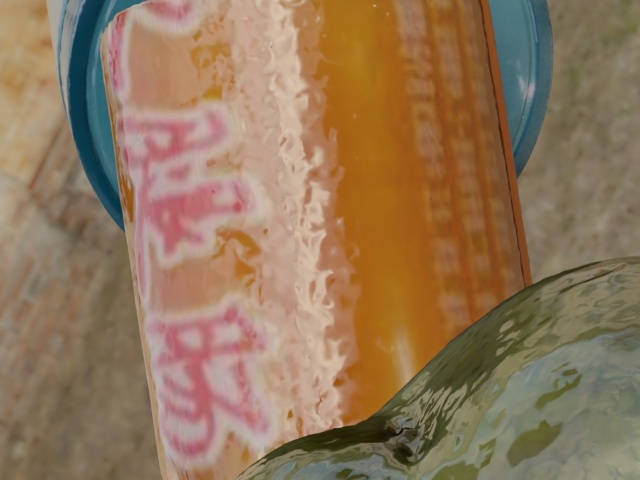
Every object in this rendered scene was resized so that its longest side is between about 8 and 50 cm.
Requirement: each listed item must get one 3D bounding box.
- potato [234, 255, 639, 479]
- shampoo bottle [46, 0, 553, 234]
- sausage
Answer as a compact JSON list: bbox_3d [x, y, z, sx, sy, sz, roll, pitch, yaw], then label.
[{"bbox_3d":[0.044,0.152,0.563,0.351,0.202,0.218,-41,26,1],"label":"potato"},{"bbox_3d":[-0.035,-0.176,1.388,0.331,0.331,0.343,-60,23,18],"label":"shampoo bottle"},{"bbox_3d":[0.000,0.000,1.086,0.233,0.233,0.287,147,116,-72],"label":"sausage"}]
